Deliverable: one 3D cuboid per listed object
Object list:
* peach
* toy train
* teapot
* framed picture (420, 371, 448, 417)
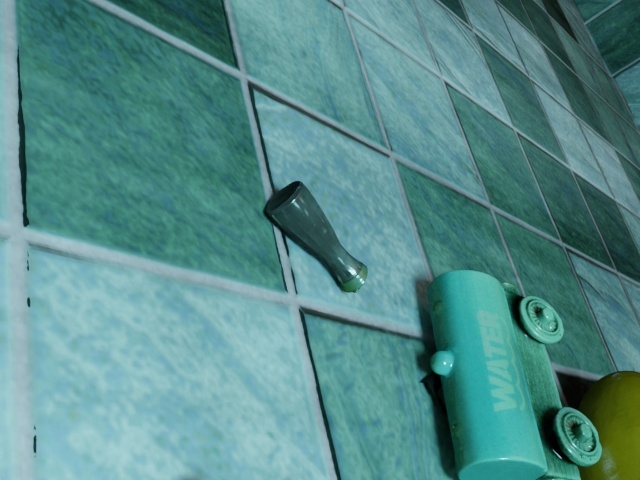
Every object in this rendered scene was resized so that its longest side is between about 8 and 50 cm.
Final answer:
[{"bbox_3d":[0.399,0.275,0.906,0.251,0.153,0.251,38,39,-39],"label":"peach"},{"bbox_3d":[0.175,0.137,0.755,0.159,0.101,0.248,20,44,-24],"label":"toy train"},{"bbox_3d":[0.000,0.000,0.692,0.111,0.042,0.043,50,31,-21],"label":"teapot"},{"bbox_3d":[0.193,0.199,0.811,0.195,0.010,0.199,61,31,5],"label":"framed picture"}]
